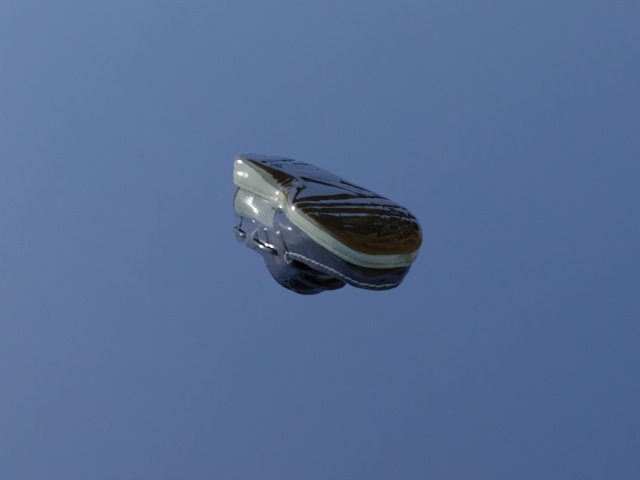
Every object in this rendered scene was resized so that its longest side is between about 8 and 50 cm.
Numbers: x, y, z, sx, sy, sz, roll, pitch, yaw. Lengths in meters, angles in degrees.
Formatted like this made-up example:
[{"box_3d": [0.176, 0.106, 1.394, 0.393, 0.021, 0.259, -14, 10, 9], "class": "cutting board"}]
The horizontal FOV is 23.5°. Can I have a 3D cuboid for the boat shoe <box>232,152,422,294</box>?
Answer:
[{"box_3d": [-0.001, 0.000, 0.993, 0.080, 0.073, 0.223, 2, -164, -25], "class": "boat shoe"}]
